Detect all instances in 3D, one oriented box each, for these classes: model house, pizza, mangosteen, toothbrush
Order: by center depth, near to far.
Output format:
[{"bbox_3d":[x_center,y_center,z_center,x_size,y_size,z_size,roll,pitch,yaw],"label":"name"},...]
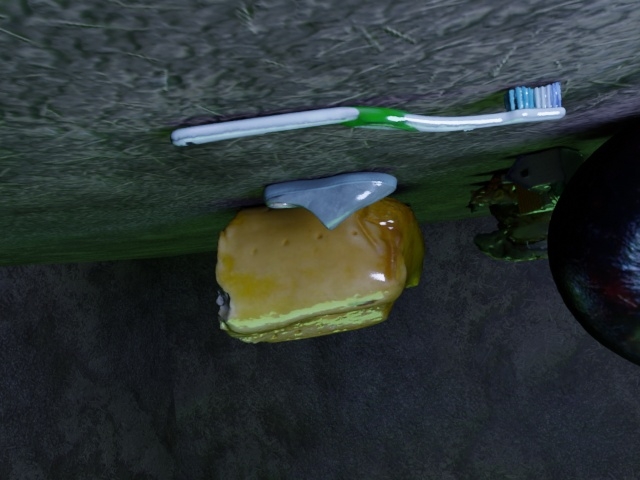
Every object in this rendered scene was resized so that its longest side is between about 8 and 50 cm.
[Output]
[{"bbox_3d":[0.037,-0.091,0.426,0.304,0.030,0.030,-6,178,-1],"label":"toothbrush"},{"bbox_3d":[0.410,-0.003,0.594,0.300,0.300,0.300,-7,178,0],"label":"mangosteen"},{"bbox_3d":[0.323,-0.082,0.811,0.100,0.087,0.101,-10,173,40],"label":"model house"},{"bbox_3d":[0.355,-0.097,0.949,0.193,0.053,0.201,-8,-171,5],"label":"pizza"}]

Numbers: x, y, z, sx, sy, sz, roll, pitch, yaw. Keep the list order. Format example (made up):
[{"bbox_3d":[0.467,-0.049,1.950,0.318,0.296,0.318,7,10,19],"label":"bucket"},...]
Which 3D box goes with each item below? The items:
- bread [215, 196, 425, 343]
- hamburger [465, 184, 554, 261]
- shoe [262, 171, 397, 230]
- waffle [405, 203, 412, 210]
[{"bbox_3d":[0.008,0.044,1.084,0.394,0.250,0.361,-12,163,5],"label":"bread"},{"bbox_3d":[0.461,-0.047,1.136,0.288,0.167,0.192,-8,176,26],"label":"hamburger"},{"bbox_3d":[0.014,-0.053,0.804,0.195,0.078,0.079,-3,178,5],"label":"shoe"},{"bbox_3d":[0.198,-0.077,1.441,0.083,0.029,0.075,-9,-178,-24],"label":"waffle"}]
